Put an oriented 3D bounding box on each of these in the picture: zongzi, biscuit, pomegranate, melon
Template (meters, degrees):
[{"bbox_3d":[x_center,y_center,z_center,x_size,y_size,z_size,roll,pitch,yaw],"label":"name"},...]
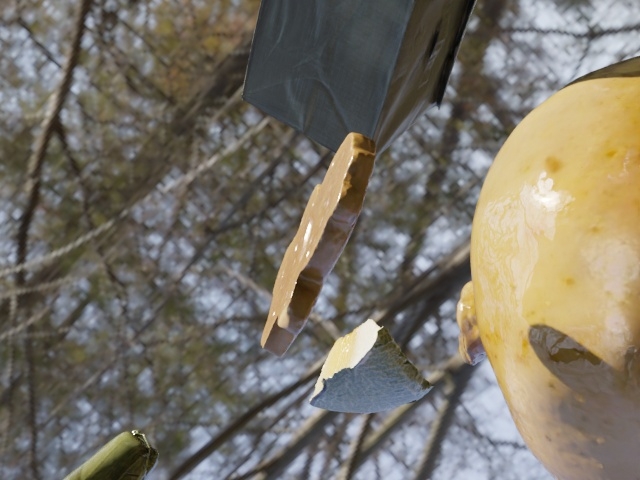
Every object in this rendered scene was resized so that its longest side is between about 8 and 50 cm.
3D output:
[{"bbox_3d":[-0.197,0.201,1.026,0.052,0.104,0.113,38,-167,36],"label":"zongzi"},{"bbox_3d":[0.001,0.000,0.863,0.027,0.184,0.133,22,-149,-6],"label":"biscuit"},{"bbox_3d":[0.288,0.042,1.002,0.411,0.411,0.411,36,-152,-22],"label":"pomegranate"},{"bbox_3d":[0.071,0.148,1.465,0.139,0.202,0.093,19,-120,-14],"label":"melon"}]

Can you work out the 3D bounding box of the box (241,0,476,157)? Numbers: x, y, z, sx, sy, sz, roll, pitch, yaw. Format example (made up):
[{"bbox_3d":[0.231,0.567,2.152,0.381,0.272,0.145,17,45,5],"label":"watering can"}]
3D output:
[{"bbox_3d":[0.047,-0.213,1.121,0.155,0.231,0.149,33,-135,16],"label":"box"}]
